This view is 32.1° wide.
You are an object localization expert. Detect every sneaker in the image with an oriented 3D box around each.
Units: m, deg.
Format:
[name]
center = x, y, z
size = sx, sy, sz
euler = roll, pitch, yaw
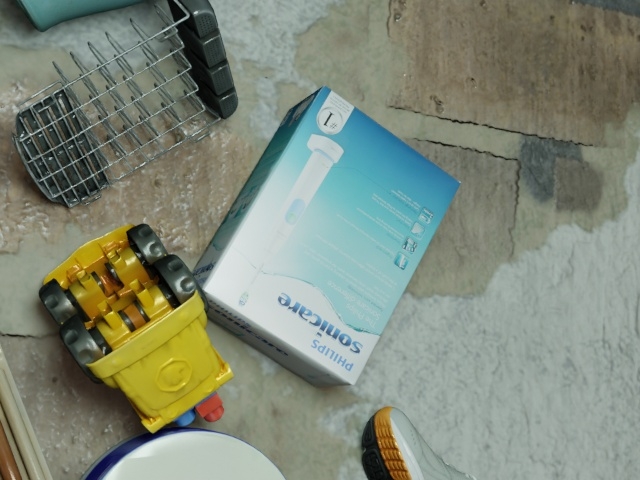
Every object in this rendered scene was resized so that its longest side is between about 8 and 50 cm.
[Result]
[sneaker]
center = 0.148, 0.311, 1.388
size = 0.121, 0.099, 0.262
euler = -31, 101, -30

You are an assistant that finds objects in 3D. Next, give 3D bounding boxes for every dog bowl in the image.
[dog bowl]
center = -0.154, 0.344, 1.251
size = 0.265, 0.104, 0.265
euler = 3, 81, -21

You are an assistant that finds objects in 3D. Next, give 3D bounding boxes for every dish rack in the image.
[dish rack]
center = -0.221, -0.160, 1.263
size = 0.271, 0.208, 0.074
euler = -33, 59, -13

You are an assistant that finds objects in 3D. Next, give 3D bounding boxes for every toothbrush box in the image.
[toothbrush box]
center = 0.000, 0.000, 1.352
size = 0.216, 0.126, 0.295
euler = 33, 71, -14

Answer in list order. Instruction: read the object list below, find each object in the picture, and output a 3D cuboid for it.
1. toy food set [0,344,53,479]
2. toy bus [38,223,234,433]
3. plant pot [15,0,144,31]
[toy food set]
center = -0.386, 0.236, 1.113
size = 0.220, 0.092, 0.306
euler = -19, 71, -22
[toy bus]
center = -0.190, 0.112, 1.248
size = 0.149, 0.220, 0.211
euler = -36, 126, -10
[plant pot]
center = -0.262, -0.377, 1.250
size = 0.255, 0.271, 0.271
euler = -33, 94, -8
